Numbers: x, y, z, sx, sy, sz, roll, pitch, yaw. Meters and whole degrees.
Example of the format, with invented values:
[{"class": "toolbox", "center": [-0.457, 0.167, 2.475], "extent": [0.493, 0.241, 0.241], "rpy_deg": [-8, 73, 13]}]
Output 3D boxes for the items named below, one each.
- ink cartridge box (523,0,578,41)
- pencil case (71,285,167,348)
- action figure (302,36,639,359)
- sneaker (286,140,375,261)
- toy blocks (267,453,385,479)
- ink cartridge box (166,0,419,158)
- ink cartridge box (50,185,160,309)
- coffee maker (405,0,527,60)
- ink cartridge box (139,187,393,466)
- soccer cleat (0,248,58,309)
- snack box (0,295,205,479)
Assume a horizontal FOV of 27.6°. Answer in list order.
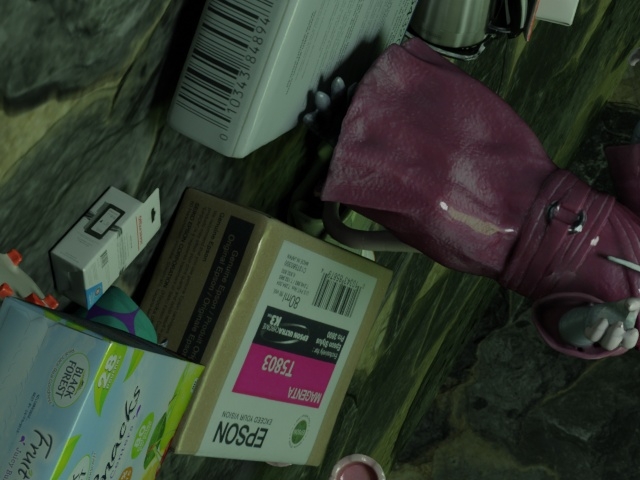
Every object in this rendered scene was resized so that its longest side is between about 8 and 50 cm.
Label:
[{"class": "ink cartridge box", "center": [0.251, -0.353, 1.247], "extent": [0.261, 0.066, 0.296], "rpy_deg": [-84, -173, -67]}, {"class": "pencil case", "center": [-0.173, 0.099, 0.879], "extent": [0.151, 0.064, 0.070], "rpy_deg": [-48, 155, -42]}, {"class": "action figure", "center": [0.159, 0.005, 0.972], "extent": [0.248, 0.370, 0.275], "rpy_deg": [-53, 170, -32]}, {"class": "sneaker", "center": [0.000, 0.000, 1.256], "extent": [0.121, 0.099, 0.262], "rpy_deg": [-20, 129, -58]}, {"class": "toy blocks", "center": [0.005, 0.376, 1.488], "extent": [0.288, 0.309, 0.260], "rpy_deg": [-60, 171, -10]}, {"class": "ink cartridge box", "center": [0.030, -0.246, 0.931], "extent": [0.324, 0.071, 0.330], "rpy_deg": [-69, 169, 23]}, {"class": "ink cartridge box", "center": [-0.142, -0.001, 0.872], "extent": [0.083, 0.028, 0.048], "rpy_deg": [-52, 162, -33]}, {"class": "coffee maker", "center": [0.141, -0.285, 1.189], "extent": [0.178, 0.120, 0.171], "rpy_deg": [101, -1, -51]}, {"class": "ink cartridge box", "center": [-0.052, 0.080, 1.069], "extent": [0.235, 0.088, 0.193], "rpy_deg": [22, 88, -61]}, {"class": "soccer cleat", "center": [-0.207, 0.040, 0.683], "extent": [0.076, 0.068, 0.196], "rpy_deg": [-43, 170, 10]}, {"class": "snack box", "center": [-0.149, 0.132, 0.741], "extent": [0.207, 0.070, 0.174], "rpy_deg": [42, 70, -77]}]
